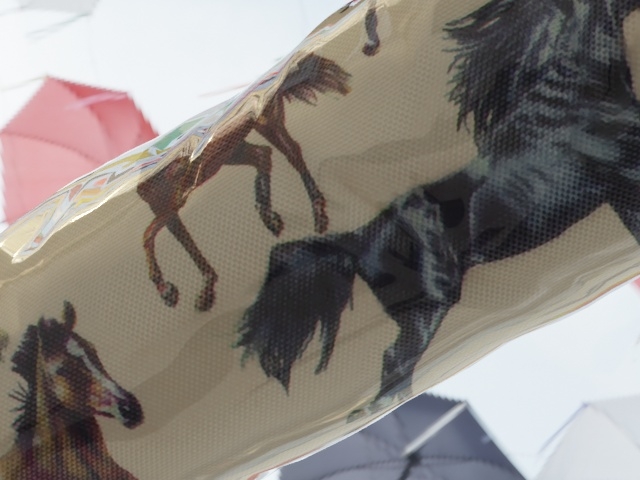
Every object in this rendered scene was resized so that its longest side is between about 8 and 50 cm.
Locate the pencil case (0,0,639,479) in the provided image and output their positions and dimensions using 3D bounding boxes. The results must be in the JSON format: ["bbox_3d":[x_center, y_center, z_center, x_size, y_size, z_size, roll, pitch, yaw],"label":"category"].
[{"bbox_3d":[0.000,0.000,0.605,0.410,0.183,0.160,-33,-82,15],"label":"pencil case"}]
